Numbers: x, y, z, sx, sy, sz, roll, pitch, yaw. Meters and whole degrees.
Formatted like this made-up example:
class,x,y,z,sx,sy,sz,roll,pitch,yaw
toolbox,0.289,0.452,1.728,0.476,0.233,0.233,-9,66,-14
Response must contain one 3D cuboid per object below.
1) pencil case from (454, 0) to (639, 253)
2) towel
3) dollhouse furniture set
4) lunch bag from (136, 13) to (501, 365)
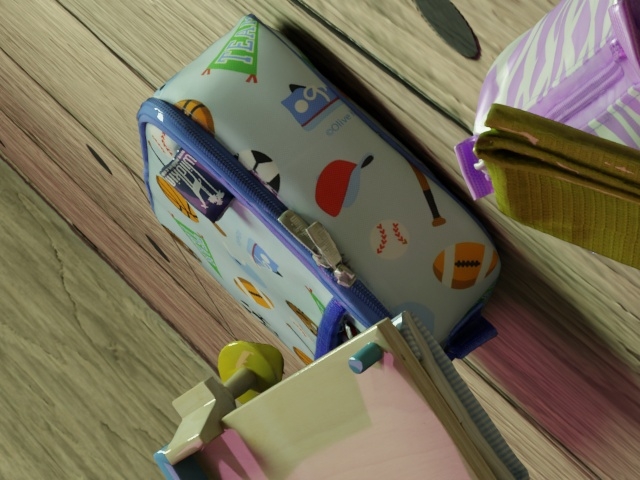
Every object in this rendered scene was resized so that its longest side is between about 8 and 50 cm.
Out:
class,x,y,z,sx,sy,sz,roll,pitch,yaw
pencil case,0.103,-0.053,0.573,0.206,0.088,0.086,129,127,-77
towel,0.159,0.022,0.538,0.237,0.021,0.102,22,169,15
dollhouse furniture set,0.111,0.127,1.005,0.286,0.198,0.303,-37,88,43
lunch bag,0.000,0.000,1.145,0.243,0.115,0.303,45,170,8
